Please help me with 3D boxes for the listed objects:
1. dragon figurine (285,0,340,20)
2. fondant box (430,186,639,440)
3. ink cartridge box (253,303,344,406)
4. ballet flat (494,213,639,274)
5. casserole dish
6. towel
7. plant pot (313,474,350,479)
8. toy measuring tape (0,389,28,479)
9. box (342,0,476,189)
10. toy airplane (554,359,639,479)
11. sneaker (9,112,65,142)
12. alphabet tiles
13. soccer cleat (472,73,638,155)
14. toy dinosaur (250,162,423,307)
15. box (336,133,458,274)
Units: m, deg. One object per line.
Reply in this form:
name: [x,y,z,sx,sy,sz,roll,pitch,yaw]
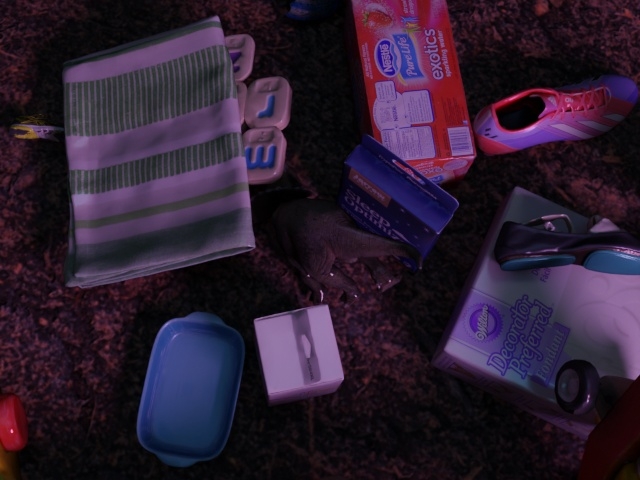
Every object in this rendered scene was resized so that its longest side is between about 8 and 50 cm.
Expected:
dragon figurine: [-0.017,-0.366,1.209,0.289,0.085,0.144,-19,66,-17]
fondant box: [0.338,0.113,1.086,0.331,0.096,0.238,25,73,6]
ink cartridge box: [-0.029,0.137,1.031,0.090,0.143,0.092,-12,74,-7]
ballet flat: [0.308,0.001,1.035,0.203,0.074,0.074,2,73,-1]
casserole dish: [-0.157,0.182,1.067,0.114,0.037,0.188,10,73,-1]
towel: [-0.215,-0.114,1.088,0.248,0.038,0.324,-13,67,13]
plant pot: [-0.050,0.382,0.921,0.274,0.256,0.256,-31,77,-29]
toy measuring tape: [-0.384,0.278,0.985,0.122,0.121,0.329,-13,74,-7]
box: [0.111,-0.198,1.152,0.128,0.122,0.256,-7,73,-6]
toy airplane: [0.321,0.338,0.878,0.386,0.272,0.384,-33,110,-5]
sneaker: [-0.370,-0.154,1.160,0.083,0.031,0.035,5,62,-9]
alphabet tiles: [-0.174,-0.133,1.116,0.284,0.021,0.277,-2,70,20]
soccer cleat: [0.324,-0.177,1.173,0.248,0.095,0.083,-16,75,-7]
toy dinosaur: [0.000,0.000,1.044,0.121,0.313,0.160,-46,118,-4]
box: [0.084,-0.038,1.048,0.136,0.225,0.036,38,74,8]
